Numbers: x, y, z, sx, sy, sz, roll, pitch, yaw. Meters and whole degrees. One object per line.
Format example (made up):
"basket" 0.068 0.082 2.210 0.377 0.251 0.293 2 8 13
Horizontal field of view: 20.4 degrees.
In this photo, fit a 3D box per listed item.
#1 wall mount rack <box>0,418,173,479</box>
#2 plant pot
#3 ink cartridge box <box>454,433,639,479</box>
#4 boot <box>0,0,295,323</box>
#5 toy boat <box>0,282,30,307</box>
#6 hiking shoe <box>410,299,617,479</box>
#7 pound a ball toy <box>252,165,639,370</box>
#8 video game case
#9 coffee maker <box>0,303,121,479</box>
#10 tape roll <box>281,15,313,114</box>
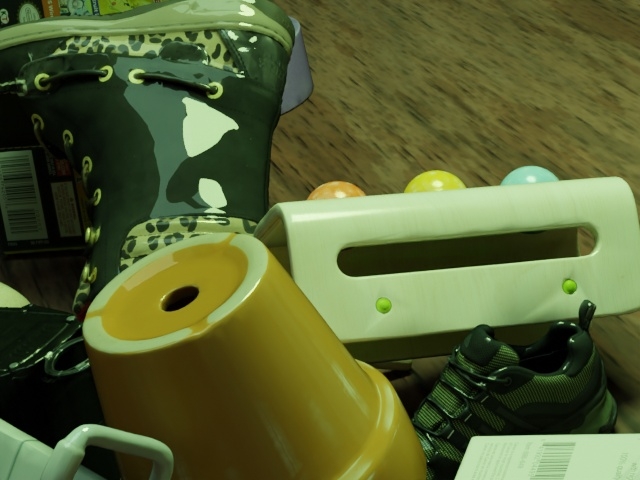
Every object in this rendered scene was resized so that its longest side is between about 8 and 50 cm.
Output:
"wall mount rack" -0.234 0.228 1.094 0.350 0.304 0.130 20 0 40
"plant pot" -0.057 0.106 1.151 0.205 0.188 0.205 -18 29 10
"ink cartridge box" 0.188 0.193 1.089 0.218 0.092 0.158 -5 25 22
"boot" -0.201 -0.058 1.625 0.377 0.138 0.284 -9 64 15
"toy boat" -0.373 0.095 1.556 0.267 0.148 0.318 -20 32 -4
"hiking shoe" 0.101 0.116 1.272 0.227 0.114 0.086 -21 25 -19
"pound a ball toy" 0.061 0.024 1.380 0.319 0.136 0.208 -5 -12 -15
"video game case" -0.231 -0.126 1.778 0.248 0.275 0.035 -4 15 20
"coffee maker" -0.199 0.150 1.271 0.120 0.178 0.171 -29 27 -27
"tape roll" -0.107 -0.201 2.118 0.189 0.080 0.189 -11 23 5
